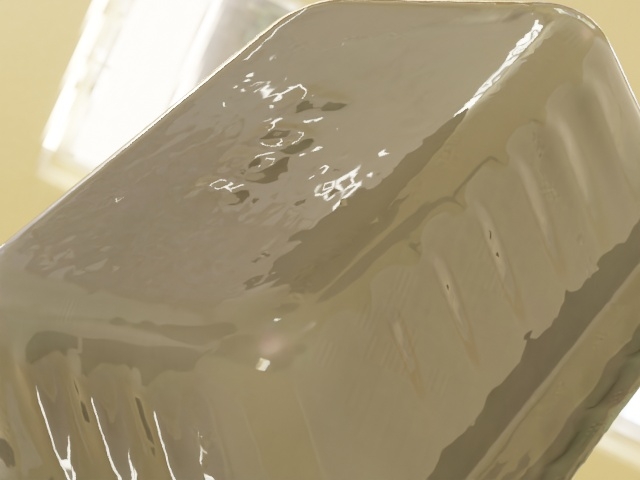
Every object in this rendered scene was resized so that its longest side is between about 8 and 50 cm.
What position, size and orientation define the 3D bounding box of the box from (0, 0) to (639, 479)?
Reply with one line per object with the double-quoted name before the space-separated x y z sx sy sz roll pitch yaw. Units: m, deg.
"box" 0.000 0.000 0.670 0.337 0.264 0.106 -44 127 -39
